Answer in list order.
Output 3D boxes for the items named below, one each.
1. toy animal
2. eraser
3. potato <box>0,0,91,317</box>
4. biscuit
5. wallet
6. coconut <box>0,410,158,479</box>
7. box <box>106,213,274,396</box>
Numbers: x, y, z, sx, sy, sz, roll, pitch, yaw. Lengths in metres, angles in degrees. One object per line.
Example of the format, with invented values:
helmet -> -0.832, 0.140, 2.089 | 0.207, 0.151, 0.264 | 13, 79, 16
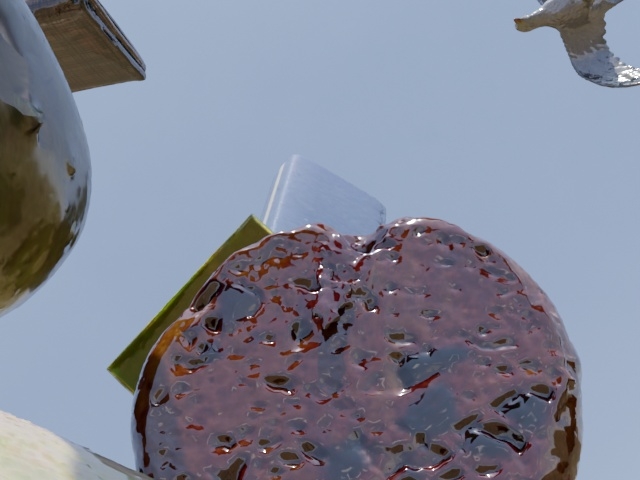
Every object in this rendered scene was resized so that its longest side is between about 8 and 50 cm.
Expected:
toy animal -> 0.102, -0.094, 0.574 | 0.050, 0.084, 0.028 | 0, -36, -26
eraser -> 0.000, 0.000, 0.941 | 0.082, 0.225, 0.036 | 32, -69, -8
potato -> -0.222, -0.065, 0.598 | 0.173, 0.210, 0.307 | -15, -34, 27
biscuit -> 0.017, 0.070, 0.578 | 0.192, 0.192, 0.049 | -19, -36, -7
wallet -> -0.270, -0.146, 1.161 | 0.230, 0.042, 0.124 | -12, -29, 15
coconut -> -0.097, 0.151, 0.368 | 0.235, 0.205, 0.236 | 7, -32, 4
box -> -0.008, 0.093, 0.790 | 0.121, 0.193, 0.030 | -47, -7, -4
